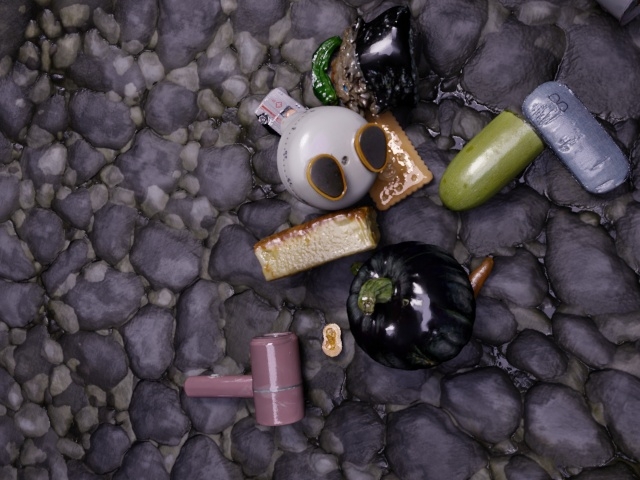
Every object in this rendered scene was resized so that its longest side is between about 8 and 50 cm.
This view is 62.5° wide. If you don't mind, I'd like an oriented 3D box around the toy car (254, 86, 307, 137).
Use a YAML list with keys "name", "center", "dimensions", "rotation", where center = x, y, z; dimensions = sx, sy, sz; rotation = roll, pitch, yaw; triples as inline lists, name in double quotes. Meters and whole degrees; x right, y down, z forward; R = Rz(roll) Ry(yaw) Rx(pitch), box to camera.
- name: "toy car"
  center: [-0.062, -0.286, 1.326]
  dimensions: [0.210, 0.089, 0.108]
  rotation: [42, 94, 15]

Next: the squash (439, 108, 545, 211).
- name: "squash"
  center: [0.368, -0.163, 1.188]
  dimensions: [0.247, 0.132, 0.132]
  rotation: [-45, 79, 9]

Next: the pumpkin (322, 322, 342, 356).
- name: "pumpkin"
  center: [0.033, 0.249, 1.322]
  dimensions: [0.050, 0.028, 0.083]
  rotation: [-1, 80, 16]

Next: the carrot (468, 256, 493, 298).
- name: "carrot"
  center: [0.345, 0.128, 1.233]
  dimensions: [0.061, 0.061, 0.209]
  rotation: [31, 91, 13]

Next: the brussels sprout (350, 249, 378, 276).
- name: "brussels sprout"
  center: [0.115, 0.061, 1.294]
  dimensions: [0.083, 0.046, 0.051]
  rotation: [-36, 87, 11]

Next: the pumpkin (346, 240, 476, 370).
- name: "pumpkin"
  center: [0.175, 0.128, 1.152]
  dimensions: [0.296, 0.296, 0.295]
  rotation: [0, 89, 15]

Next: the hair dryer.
- name: "hair dryer"
  center: [-0.213, 0.351, 1.349]
  dimensions: [0.353, 0.125, 0.210]
  rotation: [-7, 87, 21]

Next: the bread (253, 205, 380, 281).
- name: "bread"
  center: [0.000, 0.000, 1.256]
  dimensions: [0.275, 0.185, 0.114]
  rotation: [-17, 94, 13]

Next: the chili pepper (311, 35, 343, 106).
- name: "chili pepper"
  center: [0.013, -0.426, 1.328]
  dimensions: [0.073, 0.050, 0.182]
  rotation: [2, 87, 22]

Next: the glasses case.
- name: "glasses case"
  center: [0.565, -0.228, 1.170]
  dimensions: [0.109, 0.067, 0.282]
  rotation: [-37, 79, 14]

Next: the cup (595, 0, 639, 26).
- name: "cup"
  center: [0.598, -0.623, 1.117]
  dimensions: [0.203, 0.203, 0.288]
  rotation: [-47, 73, 10]

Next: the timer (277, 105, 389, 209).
- name: "timer"
  center: [0.009, -0.188, 1.188]
  dimensions: [0.234, 0.240, 0.233]
  rotation: [-6, 104, -26]

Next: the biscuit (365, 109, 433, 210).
- name: "biscuit"
  center: [0.149, -0.212, 1.297]
  dimensions: [0.160, 0.030, 0.249]
  rotation: [-32, 81, 12]

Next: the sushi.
- name: "sushi"
  center: [0.119, -0.405, 1.209]
  dimensions: [0.219, 0.238, 0.224]
  rotation: [-2, 124, 22]
